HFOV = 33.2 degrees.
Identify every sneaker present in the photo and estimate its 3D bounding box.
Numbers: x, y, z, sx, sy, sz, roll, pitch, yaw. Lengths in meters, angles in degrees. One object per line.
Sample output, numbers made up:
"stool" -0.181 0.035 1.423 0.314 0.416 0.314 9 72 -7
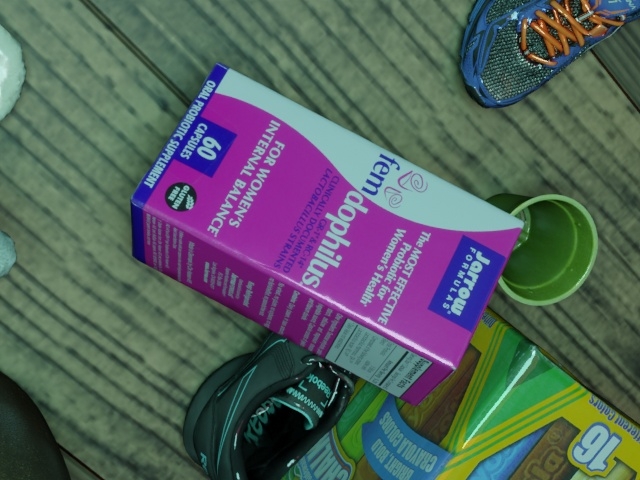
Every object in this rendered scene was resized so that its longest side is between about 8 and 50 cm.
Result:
"sneaker" 0.190 -0.177 0.768 0.221 0.087 0.083 -43 111 -1
"sneaker" 0.009 0.079 0.779 0.101 0.106 0.267 36 92 -20

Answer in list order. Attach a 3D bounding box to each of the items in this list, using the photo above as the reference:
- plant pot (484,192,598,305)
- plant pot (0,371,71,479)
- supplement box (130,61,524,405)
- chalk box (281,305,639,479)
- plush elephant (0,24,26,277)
"plant pot" 0.152 -0.003 0.810 0.083 0.079 0.083 -5 107 -16
"plant pot" -0.230 0.193 0.647 0.215 0.230 0.216 -4 98 -30
"supplement box" 0.000 0.000 0.692 0.220 0.114 0.111 28 68 1
"chalk box" 0.090 0.205 0.797 0.179 0.180 0.289 38 91 -22
"plush elephant" -0.289 -0.040 0.594 0.255 0.330 0.272 16 103 -43
